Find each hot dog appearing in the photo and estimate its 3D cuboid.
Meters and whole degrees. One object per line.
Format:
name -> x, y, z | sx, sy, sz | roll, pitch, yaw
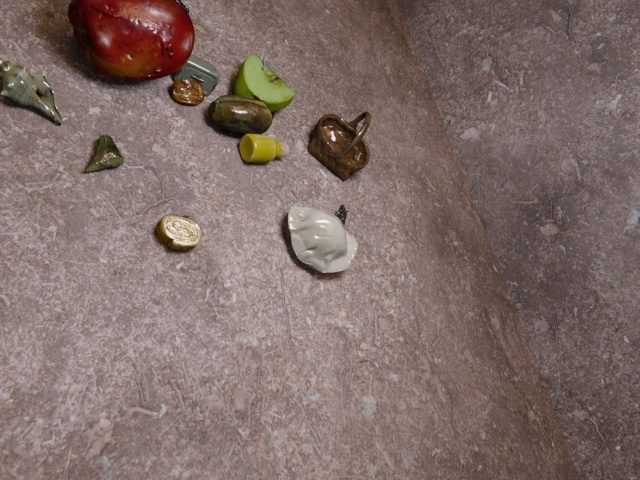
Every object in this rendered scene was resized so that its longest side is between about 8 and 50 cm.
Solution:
hot dog -> -0.548, -0.616, 1.764 | 0.147, 0.065, 0.099 | -6, 101, -43

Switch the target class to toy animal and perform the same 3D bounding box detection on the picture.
toy animal -> 0.103, -0.123, 2.074 | 0.065, 0.047, 0.136 | 37, 46, -27

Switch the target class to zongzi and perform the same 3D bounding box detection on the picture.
zongzi -> -0.756, -0.307, 1.425 | 0.130, 0.062, 0.154 | -26, 79, -34

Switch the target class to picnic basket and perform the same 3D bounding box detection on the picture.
picnic basket -> 0.143, -0.519, 2.139 | 0.337, 0.337, 0.293 | 37, 48, -20

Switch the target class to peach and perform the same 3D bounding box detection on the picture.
peach -> -0.665, -0.755, 1.550 | 0.416, 0.339, 0.353 | -31, 85, -39

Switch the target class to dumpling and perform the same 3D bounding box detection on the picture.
dumpling -> -0.002, -0.002, 1.827 | 0.341, 0.181, 0.260 | 47, 50, -42

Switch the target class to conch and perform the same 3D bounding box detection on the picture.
conch -> -0.932, -0.483, 1.340 | 0.234, 0.114, 0.137 | 51, 41, -61

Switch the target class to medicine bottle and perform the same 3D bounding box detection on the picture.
medicine bottle -> -0.241, -0.406, 1.877 | 0.212, 0.122, 0.122 | -9, 73, -44

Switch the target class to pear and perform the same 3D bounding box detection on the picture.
pear -> -0.289, -0.682, 1.969 | 0.292, 0.159, 0.292 | 18, 55, -29

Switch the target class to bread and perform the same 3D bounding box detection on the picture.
bread -> -0.491, -0.026, 1.479 | 0.149, 0.073, 0.122 | 12, 61, -36

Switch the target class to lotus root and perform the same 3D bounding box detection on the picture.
lotus root -> -0.341, -0.532, 1.822 | 0.275, 0.160, 0.152 | 2, 55, -29

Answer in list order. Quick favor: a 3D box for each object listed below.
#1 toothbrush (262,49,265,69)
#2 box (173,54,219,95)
toothbrush -> -0.263, -0.838, 1.961 | 0.013, 0.011, 0.131 | 29, 47, -48
box -> -0.528, -0.716, 1.809 | 0.172, 0.124, 0.093 | 16, 47, -36
